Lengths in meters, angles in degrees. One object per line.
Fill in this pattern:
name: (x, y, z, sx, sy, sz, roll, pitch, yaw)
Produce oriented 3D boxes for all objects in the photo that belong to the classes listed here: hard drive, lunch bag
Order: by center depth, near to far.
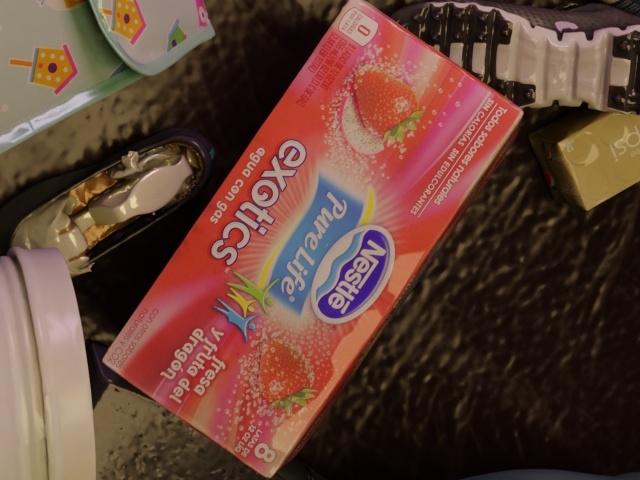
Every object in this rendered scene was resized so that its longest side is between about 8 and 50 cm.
lunch bag: (-0.209, -0.183, 1.299, 0.262, 0.160, 0.223, -28, 104, -24)
hard drive: (-0.102, 0.206, 1.451, 0.254, 0.054, 0.172, 34, 87, -20)

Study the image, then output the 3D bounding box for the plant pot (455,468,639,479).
plant pot: (0.174, 0.285, 1.444, 0.255, 0.271, 0.272, -12, 104, -39)

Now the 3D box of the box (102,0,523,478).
box: (0.000, 0.000, 1.368, 0.142, 0.154, 0.300, 35, 91, 5)

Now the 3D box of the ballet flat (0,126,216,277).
ballet flat: (-0.161, -0.018, 1.386, 0.203, 0.074, 0.074, -30, 107, -11)

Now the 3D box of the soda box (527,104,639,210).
soda box: (0.254, -0.093, 1.518, 0.181, 0.058, 0.061, -29, 107, -12)

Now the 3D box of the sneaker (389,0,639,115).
sneaker: (0.165, -0.139, 1.471, 0.234, 0.106, 0.078, 7, 106, 6)

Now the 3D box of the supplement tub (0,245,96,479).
supplement tub: (-0.315, 0.114, 1.268, 0.316, 0.228, 0.228, -6, 101, -15)

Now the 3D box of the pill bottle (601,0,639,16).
pill bottle: (0.246, -0.200, 1.492, 0.120, 0.067, 0.067, 25, 91, -20)
